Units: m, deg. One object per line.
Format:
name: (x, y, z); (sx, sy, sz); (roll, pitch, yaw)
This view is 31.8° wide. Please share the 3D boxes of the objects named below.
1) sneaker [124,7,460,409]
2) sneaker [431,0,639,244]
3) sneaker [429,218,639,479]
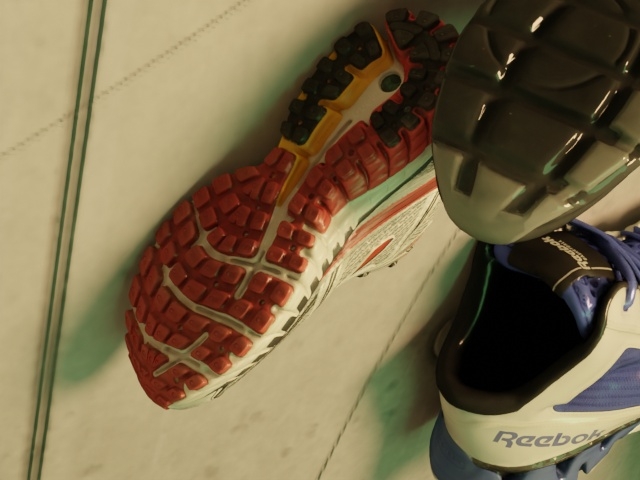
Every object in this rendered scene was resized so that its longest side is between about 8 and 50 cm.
sneaker: (0.000, 0.000, 0.542); (0.225, 0.088, 0.093); (-44, 143, 3)
sneaker: (0.139, -0.099, 0.520); (0.267, 0.101, 0.106); (-56, 161, -18)
sneaker: (0.197, 0.041, 0.717); (0.315, 0.127, 0.182); (-34, 143, -8)
